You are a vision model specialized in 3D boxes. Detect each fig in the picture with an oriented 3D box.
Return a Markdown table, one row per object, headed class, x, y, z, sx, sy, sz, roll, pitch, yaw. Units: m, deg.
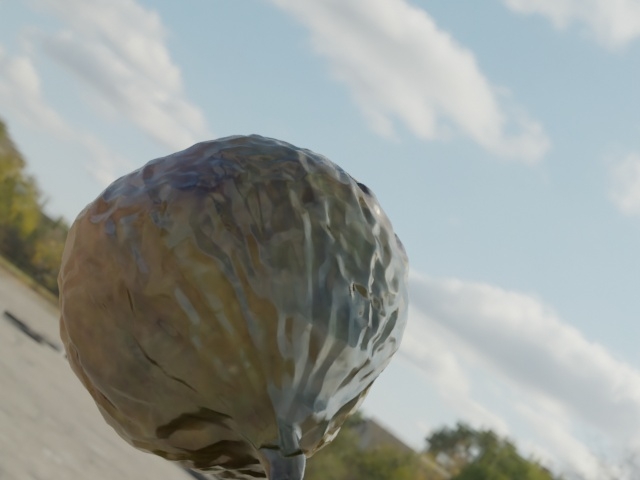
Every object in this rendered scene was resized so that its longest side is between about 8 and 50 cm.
| class | x | y | z | sx | sy | sz | roll | pitch | yaw |
| --- | --- | --- | --- | --- | --- | --- | --- | --- | --- |
| fig | -0.052 | 0.108 | 1.048 | 0.286 | 0.286 | 0.369 | 44 | 21 | -43 |

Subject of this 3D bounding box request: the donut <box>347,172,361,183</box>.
| class | x | y | z | sx | sy | sz | roll | pitch | yaw |
| --- | --- | --- | --- | --- | --- | --- | --- | --- | --- |
| donut | 0.009 | -0.005 | 1.544 | 0.181 | 0.146 | 0.078 | 64 | 25 | -9 |
